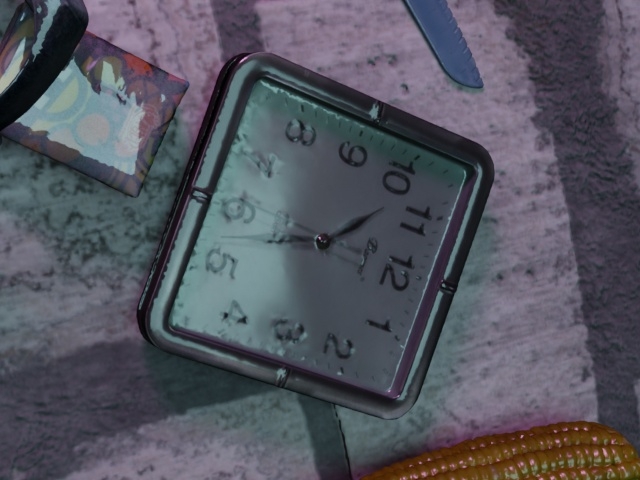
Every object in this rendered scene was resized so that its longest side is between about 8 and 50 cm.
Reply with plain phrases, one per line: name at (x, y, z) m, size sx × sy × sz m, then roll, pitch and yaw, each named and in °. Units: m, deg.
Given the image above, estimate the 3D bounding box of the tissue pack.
tissue pack at (-0.197, -0.113, 0.801) m, size 0.148 × 0.060 × 0.108 m, roll 27°, pitch 86°, yaw -20°

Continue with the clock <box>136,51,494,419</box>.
clock at (0.000, 0.000, 0.891) m, size 0.279 × 0.049 × 0.273 m, roll 21°, pitch 88°, yaw -21°

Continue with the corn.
corn at (0.147, 0.254, 0.925) m, size 0.344 × 0.131 × 0.131 m, roll -9°, pitch 97°, yaw -21°

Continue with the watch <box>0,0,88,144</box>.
watch at (-0.281, -0.164, 0.724) m, size 0.193 × 0.068 × 0.206 m, roll -34°, pitch 81°, yaw -3°

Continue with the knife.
knife at (0.069, -0.270, 0.917) m, size 0.044 × 0.019 × 0.313 m, roll -38°, pitch 108°, yaw -17°
